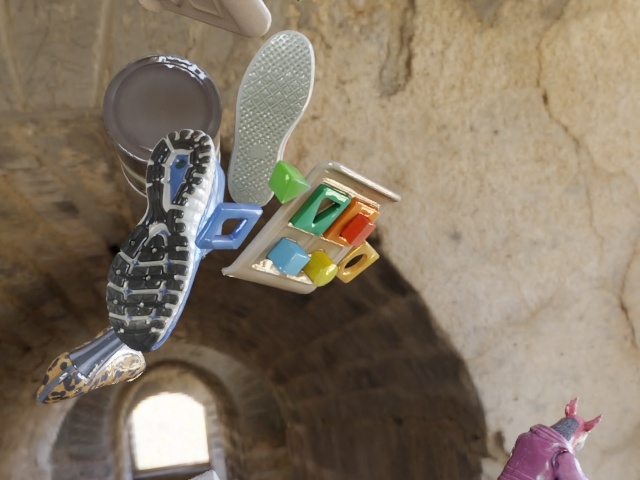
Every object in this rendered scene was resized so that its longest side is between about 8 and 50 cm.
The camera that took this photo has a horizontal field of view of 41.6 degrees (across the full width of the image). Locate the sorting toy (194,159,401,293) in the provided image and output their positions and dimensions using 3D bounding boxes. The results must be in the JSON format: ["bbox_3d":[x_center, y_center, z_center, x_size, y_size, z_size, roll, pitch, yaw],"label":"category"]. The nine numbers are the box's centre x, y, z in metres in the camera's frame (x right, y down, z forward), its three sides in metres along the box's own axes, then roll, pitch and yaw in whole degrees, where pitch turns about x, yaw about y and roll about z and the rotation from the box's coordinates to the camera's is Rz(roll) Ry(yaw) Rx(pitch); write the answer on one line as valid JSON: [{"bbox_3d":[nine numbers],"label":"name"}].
[{"bbox_3d":[0.000,0.000,1.036,0.196,0.047,0.347,-45,-30,15],"label":"sorting toy"}]

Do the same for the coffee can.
[{"bbox_3d":[-0.285,-0.198,1.568,0.201,0.202,0.275,-7,-10,-8],"label":"coffee can"}]

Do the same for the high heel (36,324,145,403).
[{"bbox_3d":[-0.386,0.222,1.399,0.186,0.093,0.261,-38,-10,-24],"label":"high heel"}]

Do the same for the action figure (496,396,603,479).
[{"bbox_3d":[0.300,0.393,1.299,0.275,0.370,0.248,36,-12,-20],"label":"action figure"}]

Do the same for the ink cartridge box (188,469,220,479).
[{"bbox_3d":[-0.156,0.470,1.027,0.197,0.270,0.198,-24,24,1],"label":"ink cartridge box"}]

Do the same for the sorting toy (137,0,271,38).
[{"bbox_3d":[-0.148,-0.274,0.756,0.208,0.038,0.193,25,-19,46],"label":"sorting toy"}]

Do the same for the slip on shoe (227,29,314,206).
[{"bbox_3d":[-0.092,-0.217,1.482,0.123,0.331,0.101,14,32,-5],"label":"slip on shoe"}]

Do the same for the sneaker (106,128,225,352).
[{"bbox_3d":[-0.205,0.010,1.244,0.129,0.330,0.147,10,-18,22],"label":"sneaker"}]
